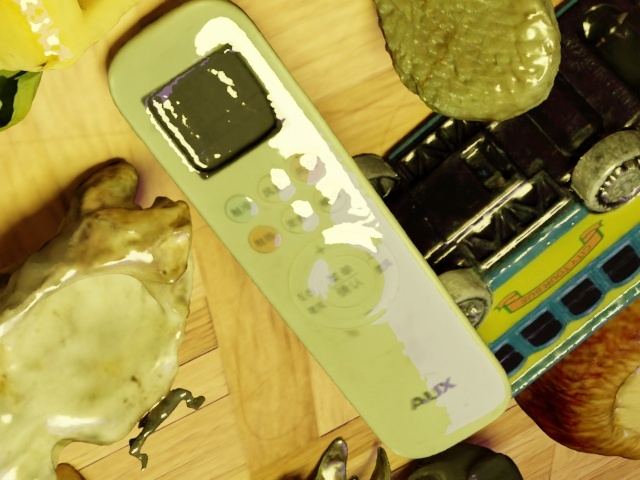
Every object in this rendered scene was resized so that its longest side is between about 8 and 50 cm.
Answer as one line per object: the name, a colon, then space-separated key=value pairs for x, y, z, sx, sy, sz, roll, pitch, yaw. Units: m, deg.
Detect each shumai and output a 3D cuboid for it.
shumai: x=0.093 y=-0.128 z=0.736 sx=0.099 sy=0.124 sz=0.087 roll=-25 pitch=178 yaw=35

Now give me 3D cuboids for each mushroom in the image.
mushroom: x=0.328 y=0.067 z=1.030 sx=0.345 sy=0.259 sz=0.345 roll=-23 pitch=148 yaw=-15

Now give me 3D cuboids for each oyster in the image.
oyster: x=-0.186 y=0.105 z=0.699 sx=0.337 sy=0.198 sz=0.133 roll=-42 pitch=133 yaw=-4

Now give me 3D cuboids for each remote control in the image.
remote control: x=0.001 y=0.000 z=0.726 sx=0.090 sy=0.038 sz=0.309 roll=-31 pitch=114 yaw=12

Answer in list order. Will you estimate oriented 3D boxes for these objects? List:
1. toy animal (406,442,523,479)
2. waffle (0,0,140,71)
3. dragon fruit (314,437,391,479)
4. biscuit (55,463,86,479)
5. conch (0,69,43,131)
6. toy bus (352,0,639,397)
toy animal: x=0.126 y=0.312 z=1.302 sx=0.168 sy=0.106 sz=0.343 roll=-38 pitch=153 yaw=-14
waffle: x=-0.066 y=-0.210 z=0.431 sx=0.248 sy=0.055 sz=0.221 roll=-42 pitch=134 yaw=-18
dragon fruit: x=0.000 y=0.308 z=1.108 sx=0.193 sy=0.274 sz=0.192 roll=-4 pitch=-178 yaw=-4
biscuit: x=-0.256 y=0.221 z=0.915 sx=0.182 sy=0.034 sz=0.215 roll=-44 pitch=145 yaw=13
conch: x=-0.179 y=-0.083 z=0.581 sx=0.200 sy=0.079 sz=0.095 roll=-25 pitch=127 yaw=0
toy bus: x=0.140 y=-0.022 z=0.869 sx=0.287 sy=0.138 sz=0.175 roll=-40 pitch=145 yaw=7
